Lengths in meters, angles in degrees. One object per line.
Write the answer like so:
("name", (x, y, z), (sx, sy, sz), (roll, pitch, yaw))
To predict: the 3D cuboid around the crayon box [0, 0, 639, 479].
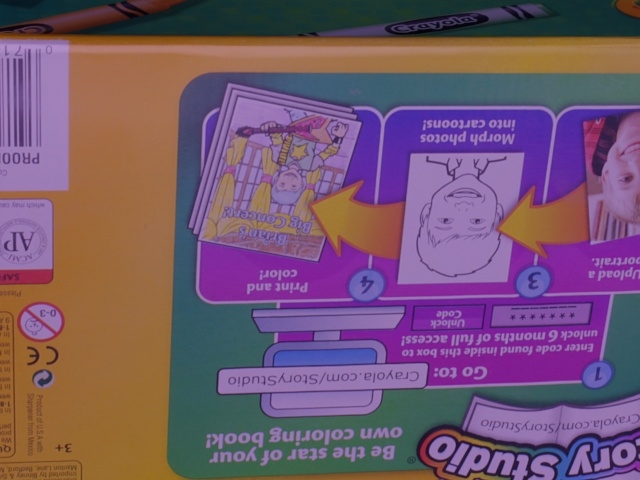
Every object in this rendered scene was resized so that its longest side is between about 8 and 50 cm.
("crayon box", (0.000, 0.000, 0.516), (0.278, 0.081, 0.165), (-1, 118, -11))
